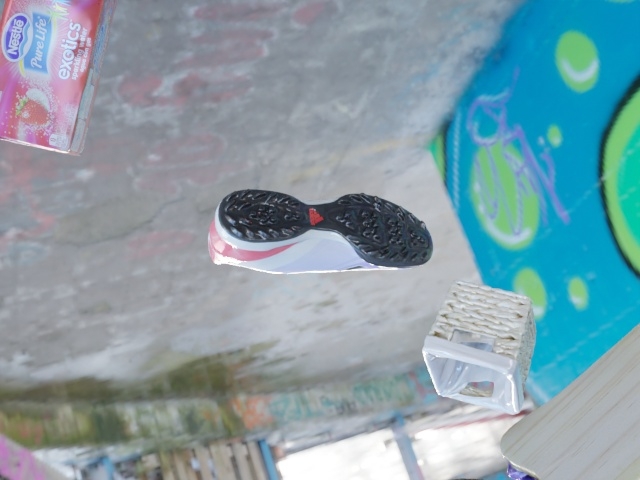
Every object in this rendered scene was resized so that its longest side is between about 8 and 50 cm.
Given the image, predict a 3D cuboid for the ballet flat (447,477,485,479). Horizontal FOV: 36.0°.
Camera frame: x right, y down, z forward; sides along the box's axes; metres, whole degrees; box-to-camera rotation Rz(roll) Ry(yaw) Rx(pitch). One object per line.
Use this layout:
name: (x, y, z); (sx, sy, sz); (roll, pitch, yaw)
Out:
ballet flat: (0.085, 0.287, 1.008); (0.206, 0.073, 0.067); (-5, 174, -9)

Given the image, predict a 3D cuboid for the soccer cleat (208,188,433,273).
soccer cleat: (0.000, 0.000, 1.377); (0.318, 0.109, 0.116); (5, 149, -19)

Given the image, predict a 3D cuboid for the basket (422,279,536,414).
basket: (0.200, 0.131, 1.208); (0.113, 0.103, 0.167); (13, 156, 20)

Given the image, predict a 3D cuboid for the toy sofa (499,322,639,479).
toy sofa: (0.324, 0.126, 0.726); (0.362, 0.177, 0.150); (-43, 114, 1)

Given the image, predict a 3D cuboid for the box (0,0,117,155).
box: (-0.352, -0.248, 1.292); (0.122, 0.257, 0.128); (13, -178, -7)
